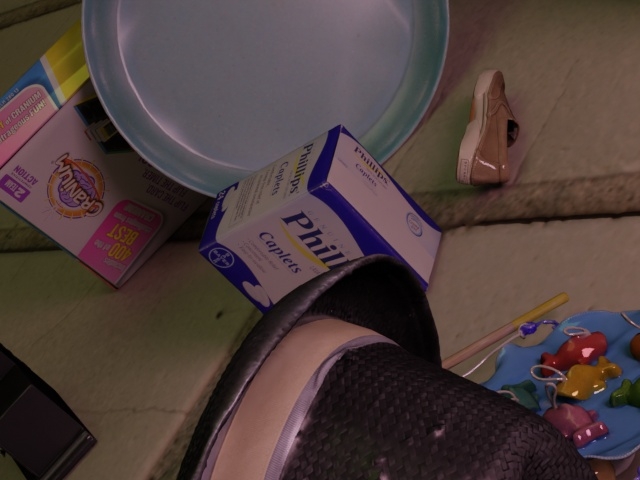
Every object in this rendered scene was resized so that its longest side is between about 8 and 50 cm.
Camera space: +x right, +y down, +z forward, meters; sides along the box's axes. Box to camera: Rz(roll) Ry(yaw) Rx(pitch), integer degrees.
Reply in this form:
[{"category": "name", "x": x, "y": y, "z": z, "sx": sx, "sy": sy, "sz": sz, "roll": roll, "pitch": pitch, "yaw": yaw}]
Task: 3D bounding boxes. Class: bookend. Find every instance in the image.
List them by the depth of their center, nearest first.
[{"category": "bookend", "x": -0.297, "y": 0.137, "z": 1.536, "sx": 0.072, "sy": 0.156, "sz": 0.157, "roll": -48, "pitch": 26, "yaw": -6}]

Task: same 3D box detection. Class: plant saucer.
[{"category": "plant saucer", "x": -0.048, "y": -0.190, "z": 1.492, "sx": 0.317, "sy": 0.317, "sz": 0.044, "roll": -45, "pitch": 4, "yaw": 0}]

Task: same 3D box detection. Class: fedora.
[{"category": "fedora", "x": 0.048, "y": 0.179, "z": 0.845, "sx": 0.152, "sy": 0.334, "sz": 0.334, "roll": 13, "pitch": 57, "yaw": 28}]

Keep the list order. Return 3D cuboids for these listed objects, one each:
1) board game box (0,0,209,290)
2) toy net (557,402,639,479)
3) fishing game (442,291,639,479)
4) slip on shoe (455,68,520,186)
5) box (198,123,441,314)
[{"category": "board game box", "x": -0.160, "y": -0.126, "z": 1.623, "sx": 0.316, "sy": 0.242, "sz": 0.064, "roll": -45, "pitch": 54, "yaw": 0}, {"category": "toy net", "x": 0.175, "y": 0.129, "z": 0.959, "sx": 0.122, "sy": 0.045, "sz": 0.232, "roll": -48, "pitch": 25, "yaw": -3}, {"category": "fishing game", "x": 0.162, "y": 0.076, "z": 1.002, "sx": 0.189, "sy": 0.041, "sz": 0.264, "roll": -27, "pitch": 20, "yaw": -13}, {"category": "slip on shoe", "x": 0.137, "y": -0.089, "z": 1.352, "sx": 0.041, "sy": 0.051, "sz": 0.135, "roll": 7, "pitch": 35, "yaw": 10}, {"category": "box", "x": 0.000, "y": 0.000, "z": 1.323, "sx": 0.137, "sy": 0.126, "sz": 0.072, "roll": -28, "pitch": 29, "yaw": 33}]
